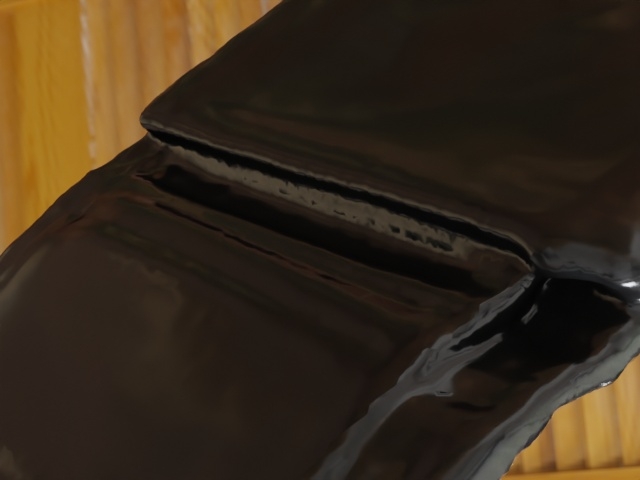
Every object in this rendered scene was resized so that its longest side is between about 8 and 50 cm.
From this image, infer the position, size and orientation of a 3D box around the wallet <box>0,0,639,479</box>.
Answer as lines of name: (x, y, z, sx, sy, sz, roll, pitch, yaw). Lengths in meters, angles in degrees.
wallet: (0.000, 0.000, 0.400, 0.323, 0.247, 0.041, -47, 129, -18)
